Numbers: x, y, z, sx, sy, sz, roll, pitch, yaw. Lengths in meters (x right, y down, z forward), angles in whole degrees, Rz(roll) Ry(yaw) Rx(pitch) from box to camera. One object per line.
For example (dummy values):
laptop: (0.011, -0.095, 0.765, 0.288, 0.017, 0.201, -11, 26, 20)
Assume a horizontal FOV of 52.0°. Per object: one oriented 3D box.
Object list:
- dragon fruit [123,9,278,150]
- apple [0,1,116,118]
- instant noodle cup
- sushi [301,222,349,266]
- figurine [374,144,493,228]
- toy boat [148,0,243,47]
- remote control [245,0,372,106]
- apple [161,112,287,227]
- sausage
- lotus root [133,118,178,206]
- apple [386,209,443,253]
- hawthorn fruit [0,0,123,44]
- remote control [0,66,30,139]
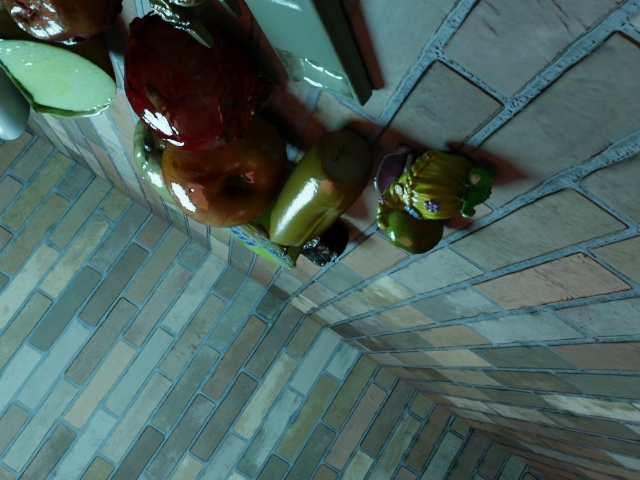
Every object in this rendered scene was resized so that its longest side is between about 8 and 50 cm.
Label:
dragon fruit: (-0.174, -0.211, 0.895, 0.210, 0.172, 0.172, 28, 168, -11)
apple: (-0.474, -0.333, 1.128, 0.254, 0.179, 0.346, 31, 169, 0)
instant noodle cup: (-0.089, -0.058, 1.260, 0.205, 0.153, 0.205, 33, 166, 9)
sushi: (0.000, 0.000, 1.390, 0.078, 0.090, 0.150, 33, 165, -14)
figurine: (0.137, -0.055, 0.832, 0.156, 0.115, 0.095, 20, 171, 39)
toy boat: (-0.168, -0.320, 0.656, 0.115, 0.089, 0.310, 38, 170, 29)
remote control: (-0.027, -0.249, 0.706, 0.123, 0.038, 0.285, 27, 167, 31)
apple: (-0.152, -0.123, 1.067, 0.209, 0.209, 0.164, 42, -178, -33)
sausage: (-0.018, -0.058, 1.035, 0.112, 0.112, 0.328, 35, 150, -5)
lotus root: (-0.249, -0.146, 1.263, 0.183, 0.182, 0.310, 30, 169, 15)
apple: (0.146, -0.019, 1.018, 0.090, 0.074, 0.089, 24, -175, -2)
hawthorn fruit: (-0.341, -0.343, 0.844, 0.173, 0.173, 0.179, 35, 167, -4)
remote control: (-0.601, -0.351, 1.203, 0.221, 0.104, 0.332, -148, 49, -73)
